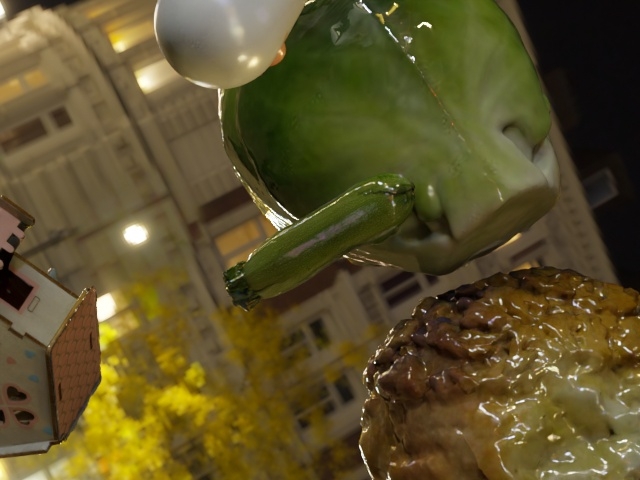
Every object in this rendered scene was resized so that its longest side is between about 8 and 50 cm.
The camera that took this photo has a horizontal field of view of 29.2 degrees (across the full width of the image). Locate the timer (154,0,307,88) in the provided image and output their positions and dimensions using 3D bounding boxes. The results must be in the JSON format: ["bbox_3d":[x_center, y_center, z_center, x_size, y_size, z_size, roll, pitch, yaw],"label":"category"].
[{"bbox_3d":[-0.068,-0.231,0.697,0.234,0.240,0.233,17,-32,11],"label":"timer"}]

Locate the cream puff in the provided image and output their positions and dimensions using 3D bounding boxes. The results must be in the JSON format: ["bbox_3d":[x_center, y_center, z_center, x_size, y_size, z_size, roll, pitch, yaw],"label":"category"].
[{"bbox_3d":[0.204,0.140,1.130,0.343,0.327,0.231,-13,-102,38],"label":"cream puff"}]

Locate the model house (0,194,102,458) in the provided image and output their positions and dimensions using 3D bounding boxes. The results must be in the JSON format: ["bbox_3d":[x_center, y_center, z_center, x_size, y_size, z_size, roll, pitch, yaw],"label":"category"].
[{"bbox_3d":[-0.373,0.126,1.476,0.244,0.169,0.326,38,-56,-10],"label":"model house"}]

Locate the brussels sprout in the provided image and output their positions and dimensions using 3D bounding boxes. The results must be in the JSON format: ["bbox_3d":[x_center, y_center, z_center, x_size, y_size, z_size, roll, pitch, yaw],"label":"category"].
[{"bbox_3d":[0.069,-0.114,1.180,0.354,0.289,0.281,47,-11,32],"label":"brussels sprout"}]

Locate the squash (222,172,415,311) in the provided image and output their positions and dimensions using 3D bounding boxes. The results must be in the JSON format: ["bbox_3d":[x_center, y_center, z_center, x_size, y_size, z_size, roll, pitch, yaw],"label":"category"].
[{"bbox_3d":[0.000,0.000,1.019,0.052,0.183,0.052,52,15,-20],"label":"squash"}]
